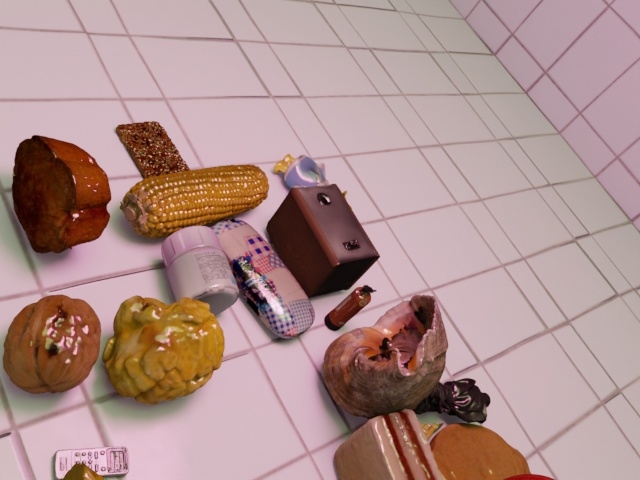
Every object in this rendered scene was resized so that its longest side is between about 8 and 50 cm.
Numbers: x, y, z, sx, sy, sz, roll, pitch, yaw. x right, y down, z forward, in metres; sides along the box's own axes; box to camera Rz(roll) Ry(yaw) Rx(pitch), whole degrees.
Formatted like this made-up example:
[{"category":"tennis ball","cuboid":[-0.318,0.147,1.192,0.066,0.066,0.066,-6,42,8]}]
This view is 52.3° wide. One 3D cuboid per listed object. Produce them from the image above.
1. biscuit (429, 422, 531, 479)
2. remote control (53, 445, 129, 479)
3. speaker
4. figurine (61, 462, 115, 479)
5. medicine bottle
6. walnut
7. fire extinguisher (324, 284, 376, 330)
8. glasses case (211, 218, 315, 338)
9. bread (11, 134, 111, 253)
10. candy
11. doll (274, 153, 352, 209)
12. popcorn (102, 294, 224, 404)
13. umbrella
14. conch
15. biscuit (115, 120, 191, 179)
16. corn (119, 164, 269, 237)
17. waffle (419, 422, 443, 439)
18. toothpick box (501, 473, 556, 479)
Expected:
[{"category":"biscuit","cuboid":[0.386,0.579,1.475,0.312,0.057,0.351,-3,56,-36]},{"category":"remote control","cuboid":[-0.390,0.380,1.114,0.125,0.018,0.053,8,51,-31]},{"category":"speaker","cuboid":[0.000,0.000,1.596,0.153,0.192,0.230,-10,60,-40]},{"category":"figurine","cuboid":[-0.266,0.480,1.022,0.315,0.187,0.168,31,37,-23]},{"category":"medicine bottle","cuboid":[-0.260,0.068,1.394,0.135,0.135,0.168,-4,58,-38]},{"category":"walnut","cuboid":[-0.467,0.177,1.144,0.156,0.155,0.184,17,51,-24]},{"category":"fire extinguisher","cuboid":[0.071,0.151,1.526,0.062,0.177,0.050,3,54,-36]},{"category":"glasses case","cuboid":[-0.137,0.083,1.510,0.125,0.076,0.327,-26,72,-44]},{"category":"bread","cuboid":[-0.522,-0.087,1.283,0.247,0.232,0.135,36,25,32]},{"category":"candy","cuboid":[0.154,0.514,1.269,0.135,0.179,0.320,0,55,-37]},{"category":"doll","cuboid":[-0.014,-0.149,1.787,0.241,0.098,0.135,43,19,2]},{"category":"popcorn","cuboid":[-0.299,0.199,1.242,0.203,0.226,0.200,27,-15,45]},{"category":"umbrella","cuboid":[0.304,0.378,1.555,0.273,0.122,0.110,15,85,-33]},{"category":"conch","cuboid":[0.168,0.260,1.390,0.210,0.352,0.297,45,75,-18]},{"category":"biscuit","cuboid":[-0.401,-0.205,1.610,0.131,0.025,0.230,-19,67,-44]},{"category":"corn","cuboid":[-0.284,-0.097,1.522,0.387,0.144,0.144,-17,66,-49]},{"category":"waffle","cuboid":[0.200,0.423,1.498,0.125,0.032,0.191,47,40,11]},{"category":"toothpick box","cuboid":[0.438,0.637,1.244,0.333,0.204,0.204,61,36,-23]}]
